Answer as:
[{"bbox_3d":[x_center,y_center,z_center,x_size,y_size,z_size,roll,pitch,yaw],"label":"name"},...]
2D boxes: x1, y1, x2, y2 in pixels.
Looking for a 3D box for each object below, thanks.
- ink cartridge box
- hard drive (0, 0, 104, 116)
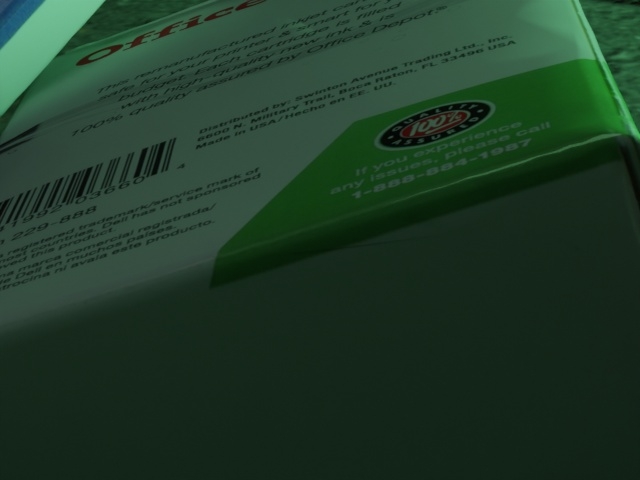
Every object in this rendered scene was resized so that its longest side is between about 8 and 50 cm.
[{"bbox_3d":[0.000,0.000,0.612,0.211,0.121,0.289,-18,20,9],"label":"ink cartridge box"},{"bbox_3d":[-0.240,-0.033,0.699,0.210,0.040,0.318,22,63,35],"label":"hard drive"}]
